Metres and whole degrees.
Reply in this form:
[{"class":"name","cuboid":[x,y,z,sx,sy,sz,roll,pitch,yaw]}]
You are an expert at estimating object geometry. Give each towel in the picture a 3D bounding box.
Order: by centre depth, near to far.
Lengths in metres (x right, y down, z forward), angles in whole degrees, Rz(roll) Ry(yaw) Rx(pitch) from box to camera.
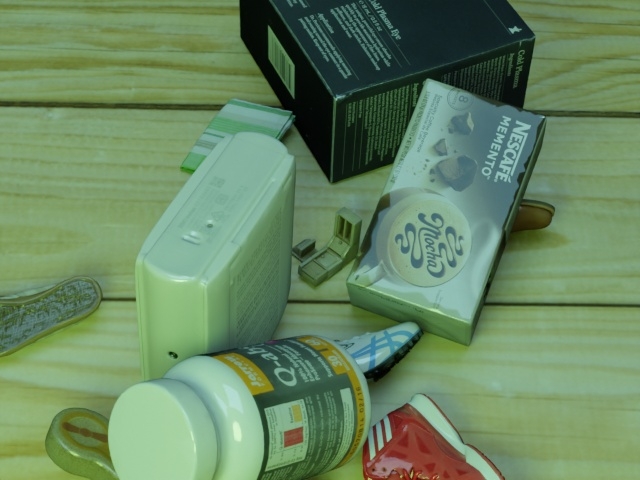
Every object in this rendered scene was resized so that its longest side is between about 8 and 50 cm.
[{"class":"towel","cuboid":[-0.117,-0.138,2.110,0.113,0.023,0.152,15,52,25]}]

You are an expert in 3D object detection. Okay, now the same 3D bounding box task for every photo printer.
[{"class":"photo printer","cuboid":[-0.120,0.060,1.755,0.107,0.307,0.256,20,50,15]}]

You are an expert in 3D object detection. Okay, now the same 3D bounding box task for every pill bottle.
[{"class":"pill bottle","cuboid":[-0.085,0.197,1.616,0.162,0.162,0.278,42,29,28]}]

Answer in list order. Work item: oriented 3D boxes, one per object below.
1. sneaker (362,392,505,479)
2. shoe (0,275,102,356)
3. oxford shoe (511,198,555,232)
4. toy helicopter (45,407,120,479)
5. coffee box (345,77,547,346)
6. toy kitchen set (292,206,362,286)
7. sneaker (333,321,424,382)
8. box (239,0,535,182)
[{"class":"sneaker","cuboid":[0.129,0.287,1.737,0.128,0.087,0.221,-30,44,-15]},{"class":"shoe","cuboid":[-0.381,0.103,1.878,0.219,0.058,0.076,-17,83,-12]},{"class":"oxford shoe","cuboid":[0.214,-0.009,1.999,0.212,0.076,0.076,-9,68,-1]},{"class":"toy helicopter","cuboid":[-0.151,0.298,1.657,0.355,0.140,0.235,36,33,12]},{"class":"coffee box","cuboid":[0.165,-0.037,1.910,0.168,0.119,0.297,20,75,11]},{"class":"toy kitchen set","cuboid":[0.000,0.000,1.966,0.068,0.075,0.083,36,52,26]},{"class":"sneaker","cuboid":[0.021,0.149,1.830,0.237,0.085,0.086,-25,74,-21]},{"class":"box","cuboid":[0.087,-0.295,2.155,0.313,0.179,0.343,-19,53,-16]}]
